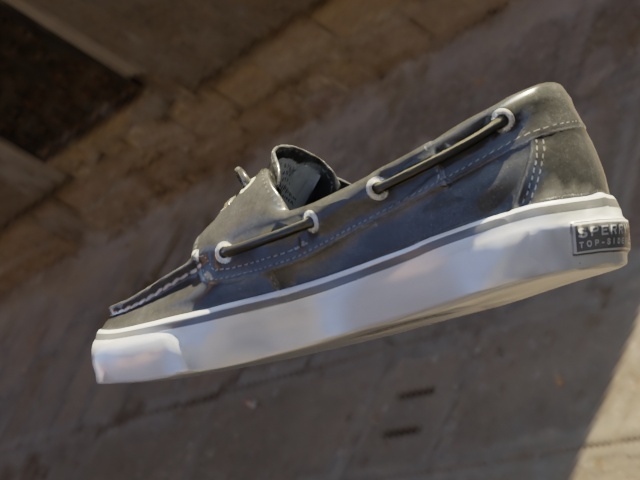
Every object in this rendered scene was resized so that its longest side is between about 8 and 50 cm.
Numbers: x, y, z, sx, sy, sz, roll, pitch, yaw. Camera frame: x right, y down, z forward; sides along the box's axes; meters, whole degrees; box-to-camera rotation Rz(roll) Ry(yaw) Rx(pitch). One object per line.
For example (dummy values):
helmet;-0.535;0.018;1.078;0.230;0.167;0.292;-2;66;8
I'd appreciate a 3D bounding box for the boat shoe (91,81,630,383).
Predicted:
boat shoe;0.000;0.000;0.525;0.228;0.080;0.076;-18;81;40
